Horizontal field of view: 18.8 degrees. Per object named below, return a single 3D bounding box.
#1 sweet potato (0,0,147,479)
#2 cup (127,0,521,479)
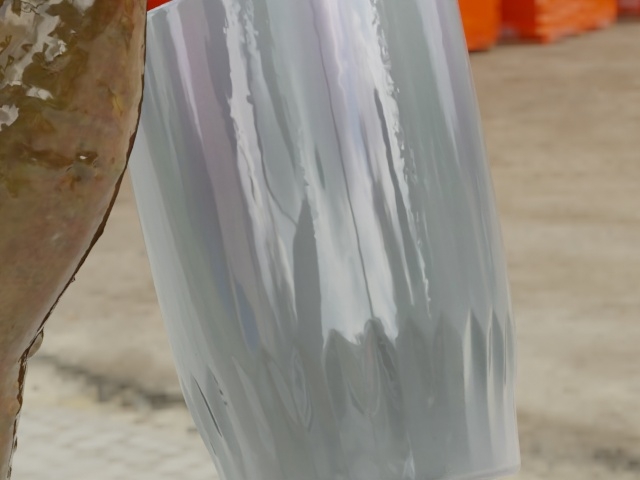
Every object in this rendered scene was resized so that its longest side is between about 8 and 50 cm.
[{"bbox_3d":[-0.155,-0.006,0.784,0.131,0.337,0.131,19,15,-5],"label":"sweet potato"},{"bbox_3d":[0.000,0.000,1.340,0.253,0.372,0.253,-10,-9,-2],"label":"cup"}]
